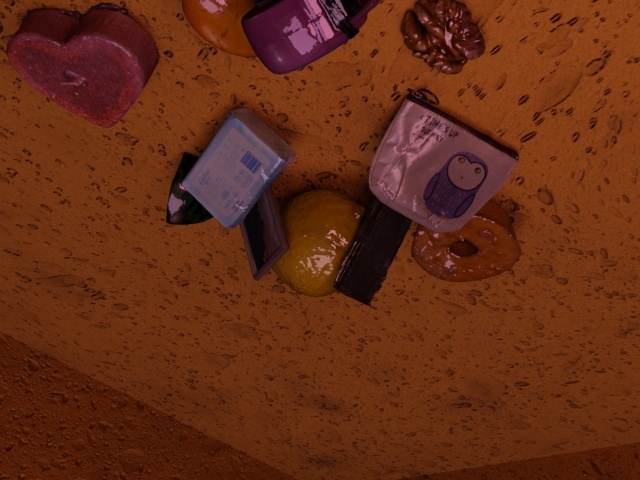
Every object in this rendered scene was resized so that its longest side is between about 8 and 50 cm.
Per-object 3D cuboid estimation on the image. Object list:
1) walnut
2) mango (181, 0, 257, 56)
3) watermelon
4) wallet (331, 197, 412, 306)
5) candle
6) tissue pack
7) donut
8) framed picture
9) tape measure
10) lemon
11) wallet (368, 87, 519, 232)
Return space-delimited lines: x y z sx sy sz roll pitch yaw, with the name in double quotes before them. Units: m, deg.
"walnut" 0.239 -0.394 1.319 0.170 0.069 0.143 33 140 -21
"mango" -0.180 -0.443 1.335 0.145 0.112 0.219 -20 137 30
"watermelon" -0.317 -0.123 1.792 0.145 0.137 0.192 17 100 -5
"wallet" 0.145 -0.001 1.649 0.044 0.317 0.169 25 177 37
"candle" -0.524 -0.373 1.511 0.317 0.131 0.287 7 145 9
"tissue pack" -0.201 -0.174 1.636 0.177 0.089 0.263 44 126 1
"donut" 0.372 -0.008 1.743 0.278 0.108 0.277 8 142 6
"framed picture" -0.158 -0.052 1.728 0.018 0.265 0.192 -2 152 -32
"tape measure" -0.023 -0.418 1.227 0.232 0.245 0.149 -16 119 29
"lemon" 0.000 0.000 1.739 0.268 0.268 0.322 25 124 -16
"wallet" 0.267 -0.166 1.531 0.335 0.068 0.274 26 113 -19
